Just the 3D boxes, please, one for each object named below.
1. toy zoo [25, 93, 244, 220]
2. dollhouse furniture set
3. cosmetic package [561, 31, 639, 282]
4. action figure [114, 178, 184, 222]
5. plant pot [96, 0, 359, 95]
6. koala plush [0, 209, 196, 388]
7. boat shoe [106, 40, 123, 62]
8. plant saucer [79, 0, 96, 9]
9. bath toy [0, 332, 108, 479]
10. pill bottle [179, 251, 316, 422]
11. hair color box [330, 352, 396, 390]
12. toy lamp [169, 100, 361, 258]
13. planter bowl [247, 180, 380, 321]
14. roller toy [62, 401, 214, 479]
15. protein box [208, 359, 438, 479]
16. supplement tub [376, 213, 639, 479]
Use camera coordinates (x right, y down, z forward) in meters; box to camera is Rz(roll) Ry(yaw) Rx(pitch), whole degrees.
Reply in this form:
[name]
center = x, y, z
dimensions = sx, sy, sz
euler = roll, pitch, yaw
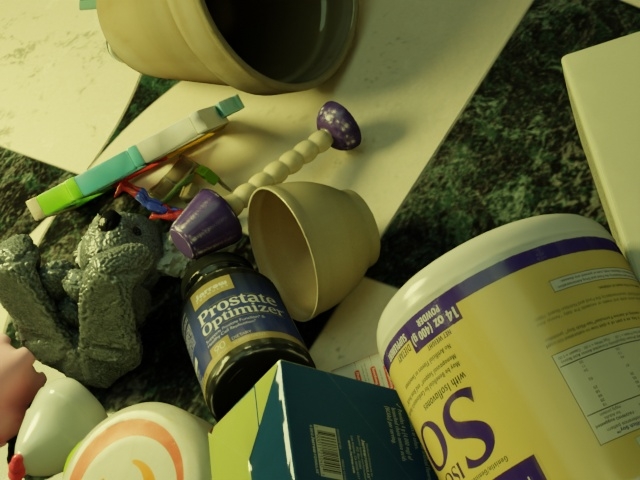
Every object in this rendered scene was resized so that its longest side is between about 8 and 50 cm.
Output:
[toy zoo]
center = -0.231, -0.113, 1.450
dimensions = 0.293, 0.030, 0.192
euler = -28, 5, 3
[dollhouse furniture set]
center = -0.166, -0.059, 1.465
dimensions = 0.076, 0.058, 0.152
euler = -50, 31, -6
[cosmetic package]
center = 0.347, -0.052, 1.130
dimensions = 0.113, 0.160, 0.309
euler = -17, 51, 12
[action figure]
center = -0.202, -0.039, 1.377
dimensions = 0.038, 0.115, 0.030
euler = -84, 19, -76
[plant pot]
center = -0.154, -0.346, 1.515
dimensions = 0.280, 0.323, 0.323
euler = -5, 52, 41
[koala plush]
center = -0.264, 0.045, 1.358
dimensions = 0.196, 0.203, 0.221
euler = 3, 36, 17
[boat shoe]
center = -0.287, -0.399, 1.707
dimensions = 0.079, 0.095, 0.254
euler = 12, 90, 50
[plant saucer]
center = -0.313, -0.415, 1.805
dimensions = 0.192, 0.018, 0.067
euler = 3, 57, 26
[bath toy]
center = -0.407, 0.185, 1.319
dimensions = 0.348, 0.151, 0.129
euler = 25, 58, 29
[pill bottle]
center = -0.090, 0.107, 1.227
dimensions = 0.123, 0.123, 0.219
euler = -32, 36, 0
[hair color box]
center = 0.088, 0.153, 1.173
dimensions = 0.141, 0.043, 0.072
euler = -21, 49, 8
[toy lamp]
center = -0.068, -0.073, 1.354
dimensions = 0.275, 0.080, 0.080
euler = -39, 48, -23
[planter bowl]
center = 0.000, 0.000, 1.269
dimensions = 0.109, 0.162, 0.162
euler = -20, 44, -26
[roller toy]
center = -0.157, 0.277, 1.126
dimensions = 0.191, 0.146, 0.209
euler = -30, 54, 14
[protein box]
center = 0.023, 0.245, 1.004
dimensions = 0.136, 0.201, 0.199
euler = -47, 38, 36
[supplement tub]
center = 0.215, 0.170, 0.941
dimensions = 0.241, 0.241, 0.331
euler = -27, 64, 4
